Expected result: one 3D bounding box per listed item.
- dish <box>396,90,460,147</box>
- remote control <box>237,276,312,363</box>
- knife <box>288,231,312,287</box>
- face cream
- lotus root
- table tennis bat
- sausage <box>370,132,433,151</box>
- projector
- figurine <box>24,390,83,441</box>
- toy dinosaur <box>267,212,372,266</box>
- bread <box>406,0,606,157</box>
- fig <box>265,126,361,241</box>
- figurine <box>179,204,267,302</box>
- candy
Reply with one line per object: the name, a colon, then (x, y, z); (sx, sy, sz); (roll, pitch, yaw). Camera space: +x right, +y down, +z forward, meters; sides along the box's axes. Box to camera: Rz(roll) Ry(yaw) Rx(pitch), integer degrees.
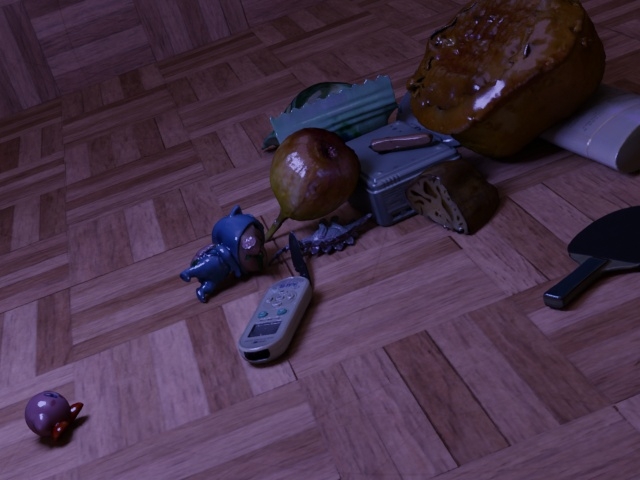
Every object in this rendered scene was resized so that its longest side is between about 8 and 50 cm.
dish: (0.279, -0.296, 2.329); (0.303, 0.120, 0.303); (-16, 23, 7)
remote control: (-0.068, 0.124, 1.760); (0.078, 0.042, 0.221); (-9, 26, 20)
knife: (-0.038, 0.034, 1.925); (0.023, 0.010, 0.170); (-22, 37, 3)
face cream: (0.507, -0.215, 2.024); (0.173, 0.081, 0.348); (-30, 25, -9)
lotus root: (0.228, -0.089, 1.931); (0.159, 0.095, 0.135); (22, 41, 32)
table tennis bat: (0.431, 0.017, 1.649); (0.301, 0.022, 0.173); (-34, 28, -34)
sausage: (0.149, -0.180, 2.043); (0.116, 0.026, 0.026); (-6, 26, 24)
projector: (0.138, -0.135, 2.105); (0.192, 0.099, 0.256); (-23, 24, -13)
figurine: (-0.407, 0.261, 1.675); (0.067, 0.071, 0.083); (-56, 3, 21)
toy dinosaur: (-0.001, -0.002, 1.989); (0.208, 0.039, 0.082); (-23, 26, 0)
bread: (0.342, -0.313, 2.067); (0.358, 0.204, 0.337); (-34, 31, 21)
fig: (-0.039, -0.081, 2.030); (0.257, 0.159, 0.159); (-51, 4, 35)
figurine: (-0.152, 0.033, 1.961); (0.144, 0.114, 0.178); (18, 54, 44)
candy: (0.006, -0.254, 2.397); (0.262, 0.172, 0.398); (-17, 10, -8)
